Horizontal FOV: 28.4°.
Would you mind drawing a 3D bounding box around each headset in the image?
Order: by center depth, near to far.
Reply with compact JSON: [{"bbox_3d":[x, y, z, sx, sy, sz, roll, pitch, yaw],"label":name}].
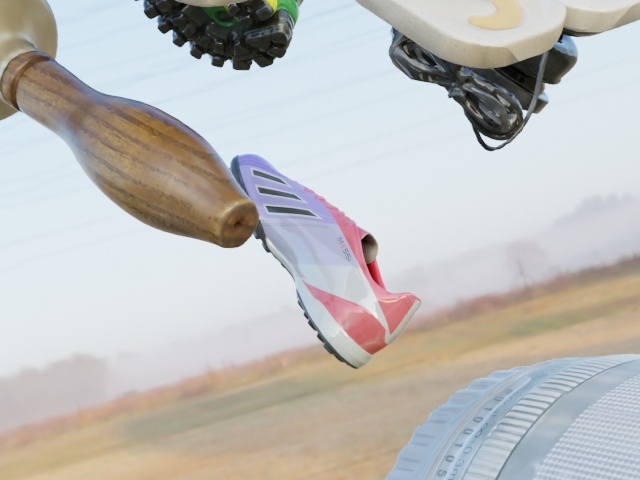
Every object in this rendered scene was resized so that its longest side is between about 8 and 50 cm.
[{"bbox_3d":[0.181,-0.228,1.136,0.243,0.185,0.394,-47,13,44],"label":"headset"}]

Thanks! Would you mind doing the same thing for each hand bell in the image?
[{"bbox_3d":[-0.110,-0.058,0.505,0.126,0.242,0.126,-30,-42,-31],"label":"hand bell"}]

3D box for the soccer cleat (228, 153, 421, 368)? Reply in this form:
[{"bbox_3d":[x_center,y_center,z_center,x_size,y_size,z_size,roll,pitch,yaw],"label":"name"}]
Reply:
[{"bbox_3d":[0.000,0.000,1.483,0.116,0.318,0.108,-39,-32,9],"label":"soccer cleat"}]

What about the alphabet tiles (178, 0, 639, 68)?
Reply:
[{"bbox_3d":[0.017,-0.159,0.510,0.284,0.278,0.021,-23,-40,-38],"label":"alphabet tiles"}]

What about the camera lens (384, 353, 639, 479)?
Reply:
[{"bbox_3d":[0.173,0.162,0.520,0.219,0.220,0.274,-12,7,-32],"label":"camera lens"}]

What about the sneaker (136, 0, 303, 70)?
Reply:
[{"bbox_3d":[-0.156,-0.287,1.042,0.343,0.146,0.134,35,-37,-23],"label":"sneaker"}]
